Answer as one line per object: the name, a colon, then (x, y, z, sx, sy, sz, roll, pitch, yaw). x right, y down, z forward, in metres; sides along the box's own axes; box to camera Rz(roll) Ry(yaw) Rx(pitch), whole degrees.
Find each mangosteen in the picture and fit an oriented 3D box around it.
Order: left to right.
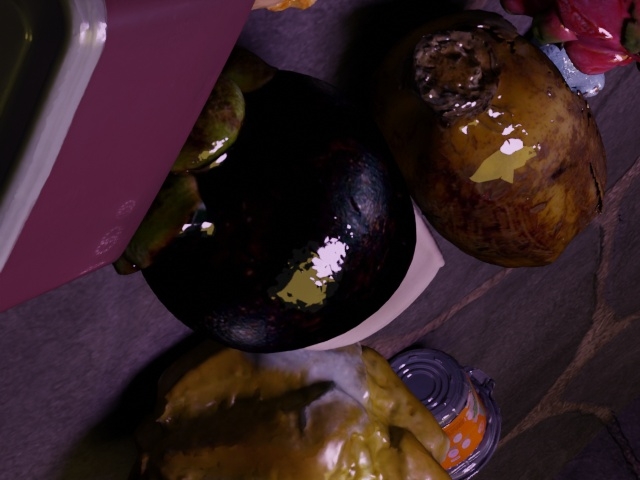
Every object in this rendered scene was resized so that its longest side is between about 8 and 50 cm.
mangosteen: (-0.052, -0.030, 1.098, 0.243, 0.243, 0.243, -32, 156, -16)

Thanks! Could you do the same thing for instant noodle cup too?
instant noodle cup: (0.140, 0.221, 1.937, 0.208, 0.178, 0.125, -63, 150, -28)

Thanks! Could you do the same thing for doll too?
doll: (0.257, -0.169, 1.494, 0.120, 0.075, 0.180, -38, 157, 3)

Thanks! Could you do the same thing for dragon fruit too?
dragon fruit: (0.272, -0.238, 1.182, 0.198, 0.273, 0.218, 6, 87, -44)

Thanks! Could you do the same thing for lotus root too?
lotus root: (0.150, -0.084, 1.335, 0.179, 0.196, 0.397, -51, 157, -3)

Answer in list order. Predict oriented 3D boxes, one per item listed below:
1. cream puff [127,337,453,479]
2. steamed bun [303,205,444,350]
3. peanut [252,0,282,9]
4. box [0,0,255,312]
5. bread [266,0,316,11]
cream puff: (-0.049, 0.256, 1.515, 0.275, 0.378, 0.378, -21, 151, -36)
steamed bun: (0.000, 0.000, 1.323, 0.164, 0.146, 0.241, -39, 157, 1)
peanut: (-0.075, -0.187, 0.954, 0.174, 0.080, 0.080, 0, 136, -40)
box: (-0.176, -0.094, 0.846, 0.167, 0.193, 0.294, -21, 151, -48)
bread: (-0.012, -0.212, 1.054, 0.083, 0.044, 0.110, -10, 146, -47)
